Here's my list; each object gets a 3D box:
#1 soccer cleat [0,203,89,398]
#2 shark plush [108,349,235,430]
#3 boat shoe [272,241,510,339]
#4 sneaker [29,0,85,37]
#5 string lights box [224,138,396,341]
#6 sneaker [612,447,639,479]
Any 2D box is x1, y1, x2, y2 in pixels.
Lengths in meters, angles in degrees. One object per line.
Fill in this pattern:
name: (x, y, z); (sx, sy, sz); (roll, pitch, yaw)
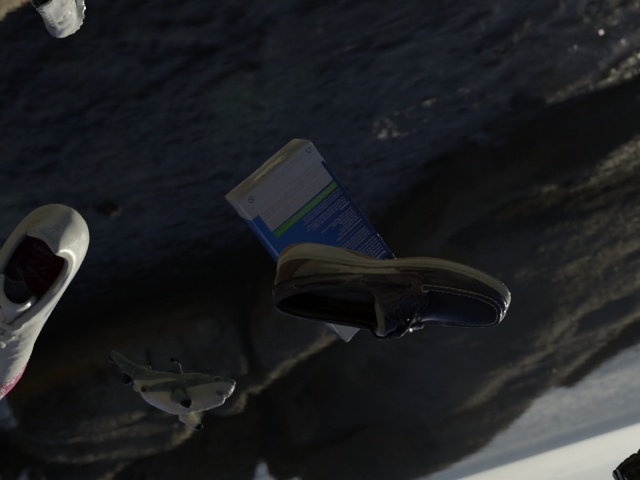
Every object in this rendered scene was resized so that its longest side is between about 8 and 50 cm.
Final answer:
soccer cleat: (-0.417, 0.096, 1.350); (0.331, 0.116, 0.143); (-58, -174, 15)
shark plush: (-0.186, 0.174, 1.265); (0.161, 0.067, 0.073); (12, 147, 30)
boat shoe: (0.080, 0.074, 1.234); (0.285, 0.092, 0.103); (10, 140, 7)
sneaker: (-0.463, -0.420, 1.782); (0.095, 0.090, 0.235); (-42, 175, -28)
string lights box: (0.000, 0.000, 1.452); (0.133, 0.260, 0.076); (-40, -161, -11)
sneaker: (0.460, 0.321, 1.022); (0.146, 0.343, 0.134); (-37, 160, -6)
